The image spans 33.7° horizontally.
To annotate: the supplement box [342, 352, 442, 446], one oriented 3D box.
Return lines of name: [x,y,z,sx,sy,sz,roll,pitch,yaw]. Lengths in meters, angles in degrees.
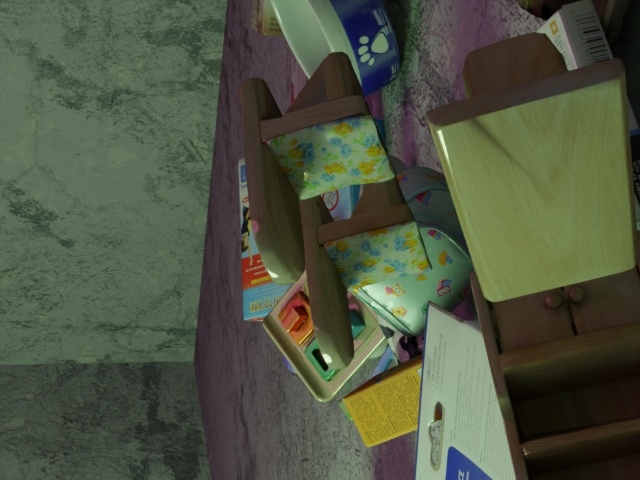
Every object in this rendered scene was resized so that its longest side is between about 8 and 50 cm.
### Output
supplement box: [0.130,0.180,1.292,0.233,0.078,0.080,-37,82,46]

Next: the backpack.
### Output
backpack: [0.121,0.011,1.313,0.188,0.166,0.144,-48,21,4]

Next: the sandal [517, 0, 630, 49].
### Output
sandal: [0.231,-0.270,1.072,0.303,0.086,0.120,-120,33,-61]

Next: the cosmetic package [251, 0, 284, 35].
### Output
cosmetic package: [-0.048,-0.559,2.092,0.129,0.153,0.296,-130,41,-67]

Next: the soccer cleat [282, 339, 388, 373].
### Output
soccer cleat: [-0.005,0.173,1.822,0.318,0.116,0.108,-23,65,59]

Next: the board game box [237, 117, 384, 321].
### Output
board game box: [-0.015,-0.030,1.814,0.308,0.086,0.301,-17,71,48]

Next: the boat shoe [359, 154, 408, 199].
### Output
boat shoe: [0.105,0.006,1.583,0.088,0.096,0.267,133,128,-63]

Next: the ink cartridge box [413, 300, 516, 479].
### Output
ink cartridge box: [0.204,0.248,1.112,0.307,0.072,0.303,-144,54,-62]

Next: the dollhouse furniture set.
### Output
dollhouse furniture set: [0.180,0.044,0.761,0.394,0.362,0.256,62,-164,-53]

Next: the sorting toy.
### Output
sorting toy: [0.005,0.125,1.647,0.196,0.047,0.347,-49,63,22]

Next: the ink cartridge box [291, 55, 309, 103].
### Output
ink cartridge box: [-0.020,-0.336,2.161,0.135,0.056,0.099,-179,89,-77]

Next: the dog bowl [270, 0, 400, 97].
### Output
dog bowl: [0.017,-0.348,1.683,0.265,0.104,0.265,59,171,16]

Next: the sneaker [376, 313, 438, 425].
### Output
sneaker: [0.144,0.126,1.418,0.153,0.094,0.235,135,139,-63]

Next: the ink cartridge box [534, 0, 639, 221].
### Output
ink cartridge box: [0.235,-0.097,1.031,0.208,0.045,0.206,140,113,-71]

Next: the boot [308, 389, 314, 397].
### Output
boot: [0.004,0.204,2.051,0.161,0.083,0.246,95,172,-66]
